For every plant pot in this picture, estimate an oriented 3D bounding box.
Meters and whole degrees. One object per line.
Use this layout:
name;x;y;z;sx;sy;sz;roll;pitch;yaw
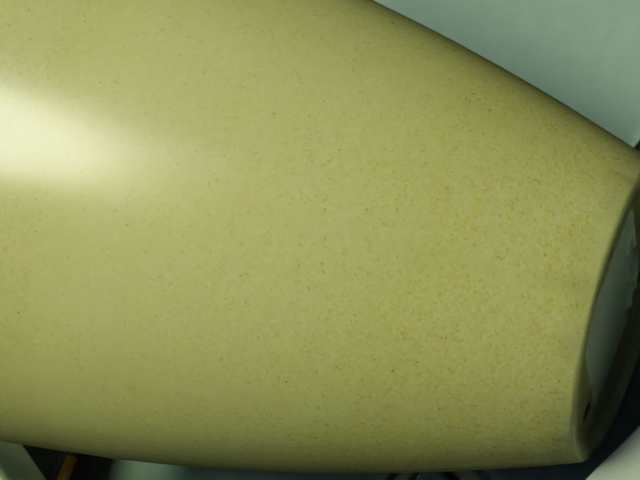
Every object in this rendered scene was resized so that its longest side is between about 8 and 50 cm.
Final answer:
plant pot;0.000;0.000;0.785;0.274;0.256;0.256;15;78;21

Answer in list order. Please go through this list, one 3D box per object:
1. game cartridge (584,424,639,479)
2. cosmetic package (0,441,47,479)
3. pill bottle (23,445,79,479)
game cartridge;0.141;0.195;0.681;0.355;0.068;0.230;-48;41;12
cosmetic package;-0.150;0.176;0.847;0.099;0.060;0.239;-37;84;5
pill bottle;-0.197;0.071;0.976;0.162;0.162;0.278;13;79;45
